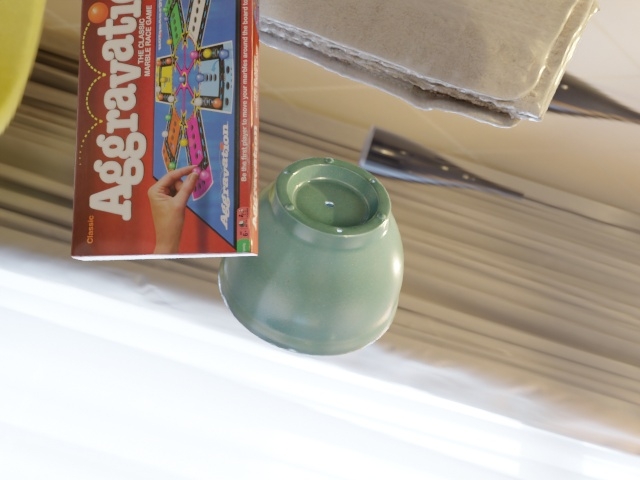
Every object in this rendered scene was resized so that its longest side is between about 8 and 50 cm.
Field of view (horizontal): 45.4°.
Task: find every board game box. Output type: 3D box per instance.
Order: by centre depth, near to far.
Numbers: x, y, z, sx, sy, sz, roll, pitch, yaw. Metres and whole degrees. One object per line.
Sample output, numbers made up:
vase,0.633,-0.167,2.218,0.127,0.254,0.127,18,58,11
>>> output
board game box,-0.121,-0.126,0.607,0.027,0.145,0.281,36,53,-77

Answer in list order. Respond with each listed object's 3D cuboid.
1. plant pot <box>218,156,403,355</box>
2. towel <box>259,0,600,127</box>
plant pot,0.000,0.000,1.163,0.293,0.293,0.196,-78,-178,-47
towel,0.089,-0.210,0.669,0.187,0.282,0.049,-58,163,-24
